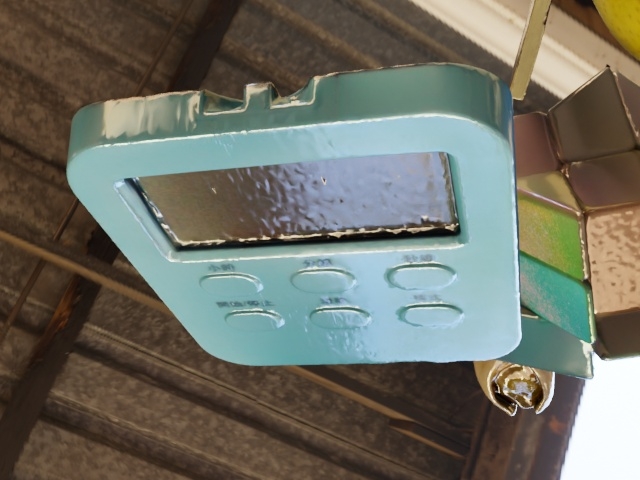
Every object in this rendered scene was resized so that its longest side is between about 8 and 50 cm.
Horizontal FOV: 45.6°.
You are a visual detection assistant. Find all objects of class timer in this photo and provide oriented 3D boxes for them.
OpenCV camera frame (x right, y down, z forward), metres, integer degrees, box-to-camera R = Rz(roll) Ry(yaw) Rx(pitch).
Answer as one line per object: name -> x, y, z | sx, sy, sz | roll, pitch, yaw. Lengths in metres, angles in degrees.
timer -> 0.000, 0.000, 0.451 | 0.232, 0.250, 0.091 | -3, -113, 16

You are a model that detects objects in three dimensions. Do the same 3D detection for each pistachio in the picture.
pistachio -> 0.334, 0.189, 1.317 | 0.153, 0.138, 0.237 | -18, -80, -63

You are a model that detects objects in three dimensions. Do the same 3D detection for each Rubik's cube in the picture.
Rubik's cube -> 0.371, -0.008, 1.006 | 0.358, 0.387, 0.368 | -12, -120, 12

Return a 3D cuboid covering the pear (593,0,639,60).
pear -> 0.487, -0.353, 0.868 | 0.362, 0.362, 0.418 | 55, -153, -5

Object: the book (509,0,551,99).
book -> 0.261, -0.263, 0.922 | 0.026, 0.231, 0.157 | 14, -69, 10
